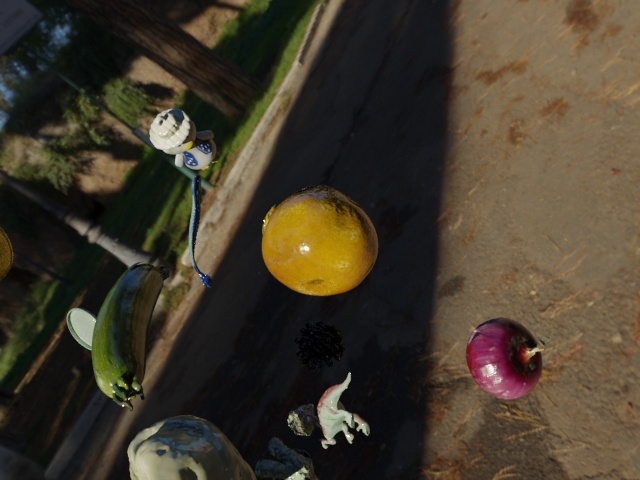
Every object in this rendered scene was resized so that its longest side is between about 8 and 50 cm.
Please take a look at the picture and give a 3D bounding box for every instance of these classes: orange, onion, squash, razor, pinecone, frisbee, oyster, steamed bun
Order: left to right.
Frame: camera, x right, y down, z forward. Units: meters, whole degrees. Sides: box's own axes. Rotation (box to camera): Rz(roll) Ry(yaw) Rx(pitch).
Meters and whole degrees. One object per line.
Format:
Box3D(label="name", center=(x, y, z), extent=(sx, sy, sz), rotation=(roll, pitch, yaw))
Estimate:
Box3D(label="frisbee", center=(-0.505, 0.193, 1.209), extent=(0.110, 0.110, 0.014), rotation=(-34, 8, 36))
Box3D(label="squash", center=(-0.265, 0.112, 0.766), extent=(0.071, 0.080, 0.318), rotation=(-42, 26, 15))
Box3D(label="razor", center=(-0.348, -0.028, 1.576), extent=(0.093, 0.056, 0.324), rotation=(120, 143, -79))
Box3D(label="steamed bun", center=(-0.239, 0.526, 1.117), extent=(0.339, 0.247, 0.352), rotation=(-14, 84, 64))
Box3D(label="oyster", center=(-0.048, 0.522, 1.627), extent=(0.100, 0.098, 0.037), rotation=(56, 135, 48))
Box3D(label="pinecone", center=(-0.008, 0.281, 1.459), extent=(0.140, 0.140, 0.121), rotation=(-32, 17, 41))
Box3D(label="orange", center=(0.000, 0.000, 0.731), extent=(0.154, 0.154, 0.134), rotation=(-27, 45, 46))
Box3D(label="onion", center=(0.406, 0.258, 1.226), extent=(0.177, 0.177, 0.153), rotation=(-55, 11, -7))

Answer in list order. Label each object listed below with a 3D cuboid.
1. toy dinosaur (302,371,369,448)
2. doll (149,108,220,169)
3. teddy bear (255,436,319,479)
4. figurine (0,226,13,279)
Box3D(label="toy dinosaur", center=(0.024, 0.348, 1.162), extent=(0.167, 0.242, 0.053), rotation=(23, 42, 34))
Box3D(label="doll", center=(-0.366, -0.268, 1.526), extent=(0.138, 0.119, 0.293), rotation=(-39, -21, 3))
Box3D(label="teddy bear", center=(-0.052, 0.587, 1.397), extent=(0.111, 0.213, 0.133), rotation=(-31, 19, 38))
Box3D(label="figurine", center=(-1.067, 0.077, 1.604), extent=(0.343, 0.215, 0.187), rotation=(-31, -13, -14))
